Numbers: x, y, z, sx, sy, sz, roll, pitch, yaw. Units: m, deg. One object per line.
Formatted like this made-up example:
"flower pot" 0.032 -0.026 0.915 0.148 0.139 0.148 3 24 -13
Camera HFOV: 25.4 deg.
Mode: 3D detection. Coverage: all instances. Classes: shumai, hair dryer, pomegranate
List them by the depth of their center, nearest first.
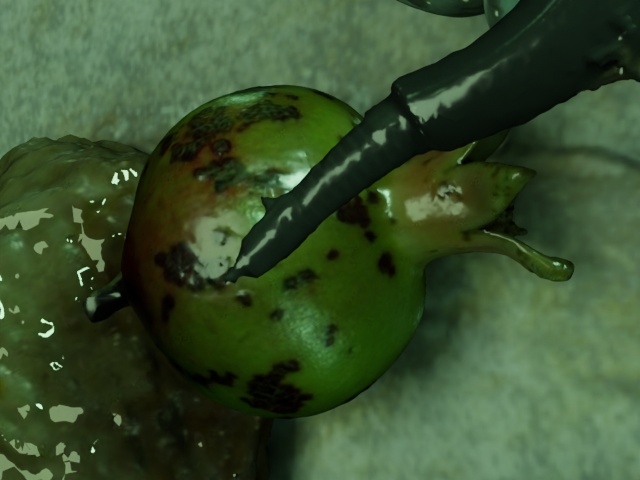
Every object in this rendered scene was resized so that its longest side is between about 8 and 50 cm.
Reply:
"hair dryer" 0.131 -0.060 0.477 0.359 0.120 0.303 -34 73 8
"pomegranate" 0.003 -0.002 0.648 0.220 0.156 0.156 -18 75 39
"shumai" -0.188 0.081 0.758 0.314 0.262 0.267 53 124 31

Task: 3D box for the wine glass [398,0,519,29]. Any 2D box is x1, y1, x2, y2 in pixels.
"wine glass" 0.047 -0.164 0.633 0.204 0.111 0.111 37 114 36
